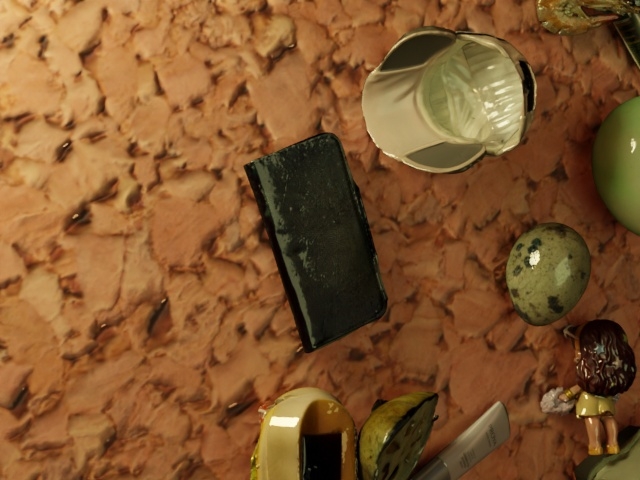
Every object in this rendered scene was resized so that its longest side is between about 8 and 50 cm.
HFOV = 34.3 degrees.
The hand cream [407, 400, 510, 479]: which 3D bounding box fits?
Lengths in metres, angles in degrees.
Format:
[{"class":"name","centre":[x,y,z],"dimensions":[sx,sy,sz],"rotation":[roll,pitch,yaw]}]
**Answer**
[{"class":"hand cream","centre":[0.232,0.371,1.766],"dimensions":[0.255,0.048,0.079],"rotation":[-32,123,-24]}]

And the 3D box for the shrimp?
[{"class":"shrimp","centre":[0.470,-0.405,1.800],"dimensions":[0.190,0.042,0.101],"rotation":[4,106,4]}]

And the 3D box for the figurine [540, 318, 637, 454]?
[{"class":"figurine","centre":[0.498,0.261,1.862],"dimensions":[0.174,0.116,0.240],"rotation":[1,94,-28]}]

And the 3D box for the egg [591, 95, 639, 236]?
[{"class":"egg","centre":[0.595,-0.125,1.824],"dimensions":[0.220,0.220,0.270],"rotation":[-31,107,-23]}]

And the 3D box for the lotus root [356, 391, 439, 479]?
[{"class":"lotus root","centre":[0.110,0.316,1.657],"dimensions":[0.203,0.078,0.183],"rotation":[-12,126,-58]}]

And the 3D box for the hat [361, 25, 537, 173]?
[{"class":"hat","centre":[0.205,-0.222,1.657],"dimensions":[0.275,0.161,0.232],"rotation":[-16,90,-3]}]

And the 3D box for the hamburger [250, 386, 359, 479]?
[{"class":"hamburger","centre":[-0.026,0.333,1.595],"dimensions":[0.173,0.116,0.210],"rotation":[-4,92,-36]}]

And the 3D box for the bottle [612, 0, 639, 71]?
[{"class":"bottle","centre":[0.587,-0.377,1.879],"dimensions":[0.082,0.082,0.286],"rotation":[-46,113,-18]}]

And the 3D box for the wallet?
[{"class":"wallet","centre":[0.000,0.000,1.615],"dimensions":[0.172,0.045,0.318],"rotation":[-24,105,-22]}]

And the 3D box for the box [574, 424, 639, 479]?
[{"class":"box","centre":[0.611,0.494,1.913],"dimensions":[0.220,0.166,0.290],"rotation":[-30,107,-23]}]

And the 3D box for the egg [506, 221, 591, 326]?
[{"class":"egg","centre":[0.387,0.058,1.773],"dimensions":[0.141,0.141,0.182],"rotation":[17,87,-28]}]
